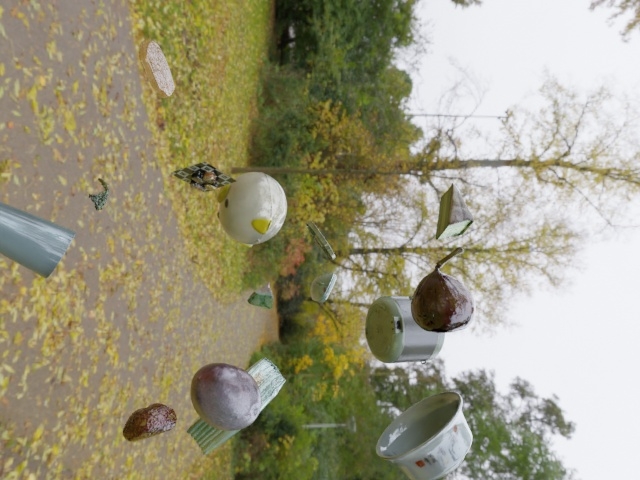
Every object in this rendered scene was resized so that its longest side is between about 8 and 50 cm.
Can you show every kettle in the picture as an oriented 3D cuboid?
[{"bbox_3d":[-0.870,-0.019,1.348,0.210,0.243,0.160,11,-111,61],"label":"kettle"}]

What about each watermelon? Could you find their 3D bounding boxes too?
[{"bbox_3d":[-0.268,0.272,2.328,0.158,0.121,0.098,-40,160,-55],"label":"watermelon"}]

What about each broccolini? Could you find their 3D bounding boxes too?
[{"bbox_3d":[-0.681,-0.156,1.453,0.194,0.052,0.054,-119,-170,-56],"label":"broccolini"}]

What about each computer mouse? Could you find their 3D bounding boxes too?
[{"bbox_3d":[0.004,0.231,2.348,0.160,0.097,0.288,-62,180,-11],"label":"computer mouse"}]

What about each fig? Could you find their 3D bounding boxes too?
[{"bbox_3d":[0.372,0.167,1.464,0.203,0.186,0.250,-13,-87,49],"label":"fig"}]

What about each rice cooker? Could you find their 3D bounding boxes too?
[{"bbox_3d":[0.351,0.360,1.913,0.288,0.276,0.289,-178,-90,-66],"label":"rice cooker"}]

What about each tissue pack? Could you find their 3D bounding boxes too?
[{"bbox_3d":[-0.354,0.687,1.925,0.388,0.162,0.287,-47,174,36],"label":"tissue pack"}]

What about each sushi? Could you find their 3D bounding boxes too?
[{"bbox_3d":[-0.475,-0.238,1.879,0.192,0.210,0.040,31,57,-48],"label":"sushi"}]

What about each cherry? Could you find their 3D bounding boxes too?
[{"bbox_3d":[-0.285,0.470,1.401,0.266,0.213,0.184,59,40,-45],"label":"cherry"}]

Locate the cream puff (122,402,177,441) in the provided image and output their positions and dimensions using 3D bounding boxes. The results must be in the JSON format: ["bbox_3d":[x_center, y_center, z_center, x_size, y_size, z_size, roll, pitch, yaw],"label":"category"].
[{"bbox_3d":[-0.480,0.505,1.296,0.149,0.148,0.085,102,-28,-72],"label":"cream puff"}]

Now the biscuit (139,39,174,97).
[{"bbox_3d":[-0.449,-0.470,1.270,0.221,0.028,0.142,-92,174,-87],"label":"biscuit"}]

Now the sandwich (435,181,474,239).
[{"bbox_3d":[0.290,-0.069,1.080,0.074,0.074,0.117,112,-36,-56],"label":"sandwich"}]

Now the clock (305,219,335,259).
[{"bbox_3d":[0.000,0.000,2.365,0.235,0.029,0.235,55,-4,6],"label":"clock"}]

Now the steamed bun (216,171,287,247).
[{"bbox_3d":[-0.319,-0.148,2.174,0.374,0.333,0.334,140,-44,-57],"label":"steamed bun"}]

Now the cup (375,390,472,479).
[{"bbox_3d":[0.374,0.686,1.578,0.163,0.347,0.347,56,-6,3],"label":"cup"}]
